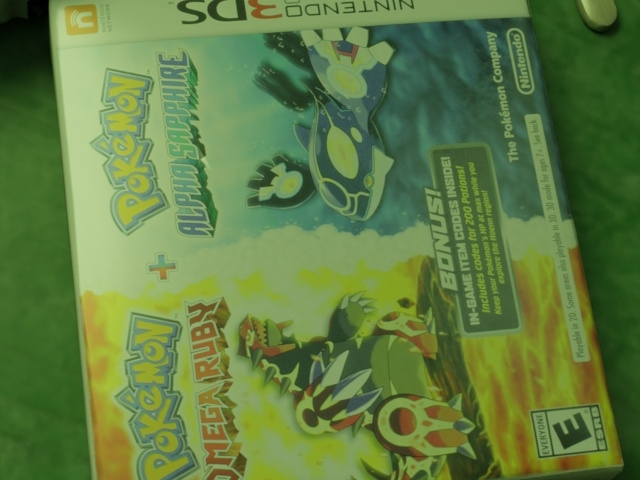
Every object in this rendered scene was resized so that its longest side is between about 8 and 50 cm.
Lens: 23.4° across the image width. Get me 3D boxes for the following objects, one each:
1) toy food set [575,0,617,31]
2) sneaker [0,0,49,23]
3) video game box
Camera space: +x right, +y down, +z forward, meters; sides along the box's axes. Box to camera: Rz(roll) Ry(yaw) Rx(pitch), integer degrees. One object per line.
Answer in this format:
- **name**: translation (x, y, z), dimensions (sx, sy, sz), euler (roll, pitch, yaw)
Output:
- **toy food set**: translation (0.201, -0.157, 0.643), dimensions (0.218, 0.071, 0.128), euler (-5, 71, -9)
- **sneaker**: translation (-0.154, -0.126, 0.581), dimensions (0.234, 0.078, 0.106), euler (-28, 78, -14)
- **video game box**: translation (0.000, 0.000, 0.573), dimensions (0.187, 0.048, 0.205), euler (-6, 71, -7)
